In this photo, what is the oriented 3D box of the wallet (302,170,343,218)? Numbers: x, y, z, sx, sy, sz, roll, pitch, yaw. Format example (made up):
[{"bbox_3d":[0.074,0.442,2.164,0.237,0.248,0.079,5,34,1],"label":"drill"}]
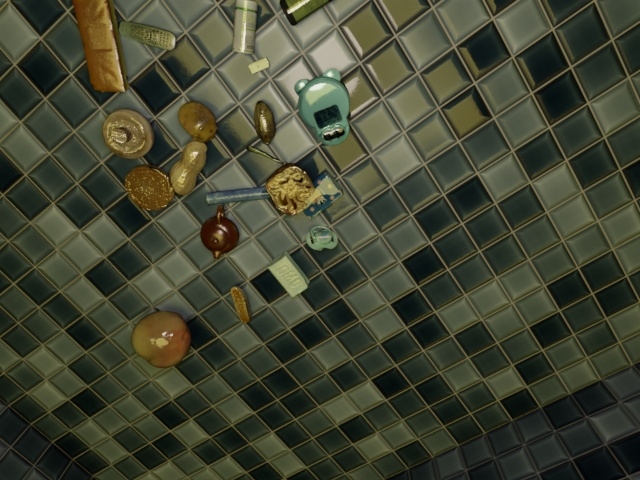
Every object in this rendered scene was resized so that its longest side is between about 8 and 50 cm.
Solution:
[{"bbox_3d":[-0.008,-0.198,1.911,0.202,0.059,0.141,-37,108,15],"label":"wallet"}]

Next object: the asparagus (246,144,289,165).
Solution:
[{"bbox_3d":[-0.213,-0.361,1.877,0.232,0.023,0.022,23,156,-6],"label":"asparagus"}]

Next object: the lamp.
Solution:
[{"bbox_3d":[0.024,-0.523,1.731,0.209,0.147,0.284,-17,102,11],"label":"lamp"}]

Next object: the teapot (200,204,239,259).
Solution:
[{"bbox_3d":[-0.462,-0.036,1.958,0.178,0.135,0.252,7,113,-4],"label":"teapot"}]

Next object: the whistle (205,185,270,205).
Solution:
[{"bbox_3d":[-0.357,-0.201,1.925,0.304,0.062,0.062,-6,111,5],"label":"whistle"}]

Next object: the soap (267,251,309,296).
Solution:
[{"bbox_3d":[-0.150,0.163,2.060,0.114,0.063,0.198,-34,107,13],"label":"soap"}]

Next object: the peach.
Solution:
[{"bbox_3d":[-0.774,0.487,2.118,0.292,0.247,0.292,11,118,22],"label":"peach"}]

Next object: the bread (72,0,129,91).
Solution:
[{"bbox_3d":[-0.866,-0.779,1.709,0.138,0.077,0.362,-2,112,2],"label":"bread"}]

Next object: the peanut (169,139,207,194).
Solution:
[{"bbox_3d":[-0.575,-0.318,1.862,0.123,0.123,0.257,26,108,-8],"label":"peanut"}]

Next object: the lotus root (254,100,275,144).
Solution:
[{"bbox_3d":[-0.230,-0.490,1.792,0.080,0.089,0.179,-17,112,-30],"label":"lotus root"}]

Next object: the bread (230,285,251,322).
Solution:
[{"bbox_3d":[-0.390,0.315,2.137,0.073,0.053,0.214,-8,114,10],"label":"bread"}]

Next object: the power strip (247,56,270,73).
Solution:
[{"bbox_3d":[-0.248,-0.707,1.741,0.090,0.016,0.040,-19,109,9],"label":"power strip"}]

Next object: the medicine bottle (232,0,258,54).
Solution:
[{"bbox_3d":[-0.292,-0.822,1.661,0.086,0.086,0.184,10,112,-1],"label":"medicine bottle"}]

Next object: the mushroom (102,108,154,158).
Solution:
[{"bbox_3d":[-0.801,-0.434,1.772,0.207,0.215,0.208,-2,110,-5],"label":"mushroom"}]

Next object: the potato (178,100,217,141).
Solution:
[{"bbox_3d":[-0.506,-0.494,1.782,0.137,0.137,0.176,-38,108,16],"label":"potato"}]

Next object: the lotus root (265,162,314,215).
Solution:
[{"bbox_3d":[-0.123,-0.229,1.840,0.188,0.180,0.199,-24,110,6],"label":"lotus root"}]

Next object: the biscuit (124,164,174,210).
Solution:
[{"bbox_3d":[-0.767,-0.238,1.940,0.225,0.042,0.226,1,113,1],"label":"biscuit"}]

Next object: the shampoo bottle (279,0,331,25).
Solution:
[{"bbox_3d":[-0.011,-0.920,1.600,0.283,0.101,0.101,-27,108,13],"label":"shampoo bottle"}]

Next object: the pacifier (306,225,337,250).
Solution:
[{"bbox_3d":[0.000,0.000,1.982,0.150,0.127,0.117,-12,154,-20],"label":"pacifier"}]

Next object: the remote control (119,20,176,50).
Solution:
[{"bbox_3d":[-0.683,-0.814,1.706,0.221,0.042,0.072,14,112,-4],"label":"remote control"}]
